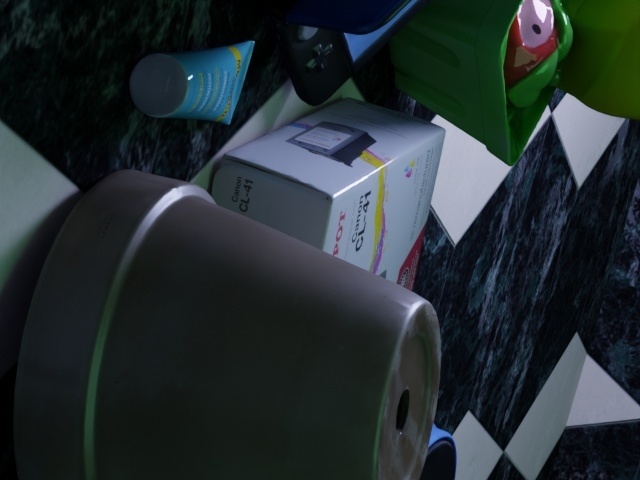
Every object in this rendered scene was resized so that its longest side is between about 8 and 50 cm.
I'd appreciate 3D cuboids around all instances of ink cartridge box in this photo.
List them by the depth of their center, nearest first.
[{"bbox_3d":[0.000,0.000,1.851,0.306,0.131,0.226,-34,140,-61],"label":"ink cartridge box"}]

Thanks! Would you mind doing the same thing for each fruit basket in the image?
[{"bbox_3d":[0.298,-0.263,2.054,0.392,0.392,0.283,-61,159,-25],"label":"fruit basket"}]

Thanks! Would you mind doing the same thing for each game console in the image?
[{"bbox_3d":[0.108,-0.254,1.718,0.293,0.173,0.250,-44,149,-14],"label":"game console"}]

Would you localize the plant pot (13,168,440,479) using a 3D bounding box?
[{"bbox_3d":[-0.058,0.117,1.511,0.323,0.280,0.323,8,90,-73],"label":"plant pot"}]

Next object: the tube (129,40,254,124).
[{"bbox_3d":[-0.104,-0.136,1.579,0.080,0.052,0.207,-68,167,12],"label":"tube"}]

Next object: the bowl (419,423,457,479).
[{"bbox_3d":[0.089,0.432,2.573,0.391,0.077,0.391,-54,155,-40],"label":"bowl"}]
